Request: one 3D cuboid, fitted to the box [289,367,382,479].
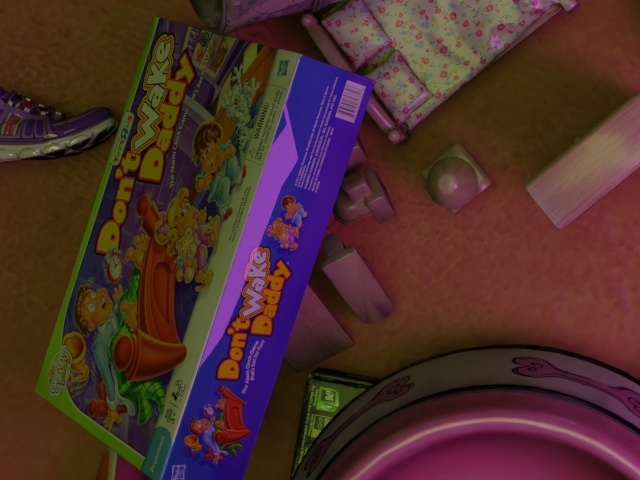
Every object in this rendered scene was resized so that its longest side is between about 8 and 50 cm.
[{"bbox_3d":[0.065,0.219,1.408,0.184,0.045,0.190,11,94,10],"label":"box"}]

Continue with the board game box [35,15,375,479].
[{"bbox_3d":[-0.104,0.005,1.341,0.078,0.233,0.347,16,94,-37],"label":"board game box"}]

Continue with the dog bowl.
[{"bbox_3d":[0.148,0.292,1.302,0.408,0.150,0.407,0,92,9],"label":"dog bowl"}]

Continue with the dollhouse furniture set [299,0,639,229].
[{"bbox_3d":[0.146,-0.196,1.309,0.303,0.174,0.355,-39,85,13],"label":"dollhouse furniture set"}]

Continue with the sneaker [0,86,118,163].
[{"bbox_3d":[-0.264,-0.104,1.435,0.170,0.068,0.071,-5,92,9],"label":"sneaker"}]

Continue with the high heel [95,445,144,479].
[{"bbox_3d":[-0.140,0.291,1.435,0.117,0.082,0.244,2,77,-20],"label":"high heel"}]

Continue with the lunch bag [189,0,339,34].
[{"bbox_3d":[-0.014,-0.350,1.299,0.256,0.212,0.305,-16,65,-16],"label":"lunch bag"}]

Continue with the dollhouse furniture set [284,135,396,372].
[{"bbox_3d":[0.000,0.000,1.422,0.144,0.123,0.151,-27,53,7],"label":"dollhouse furniture set"}]
